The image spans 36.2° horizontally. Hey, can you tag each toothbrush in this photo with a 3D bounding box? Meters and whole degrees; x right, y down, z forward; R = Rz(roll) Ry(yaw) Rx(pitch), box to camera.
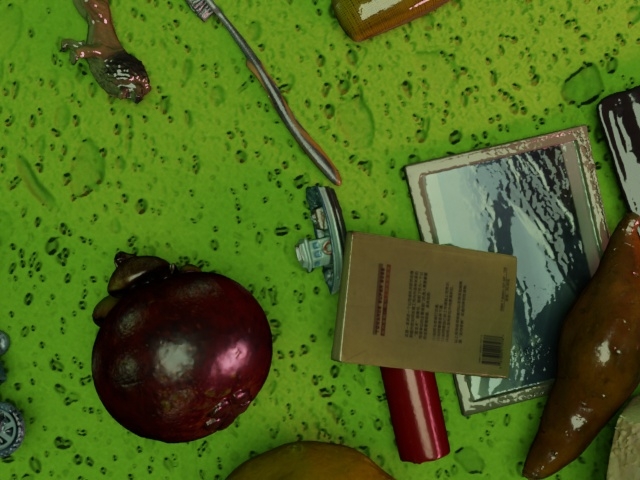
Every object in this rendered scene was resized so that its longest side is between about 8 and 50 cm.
[{"bbox_3d":[-0.070,-0.199,1.245,0.031,0.023,0.321,-39,92,5],"label":"toothbrush"}]

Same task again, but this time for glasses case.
[{"bbox_3d":[0.127,-0.329,1.237,0.234,0.064,0.079,-29,85,-2],"label":"glasses case"}]

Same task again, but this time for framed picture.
[{"bbox_3d":[0.264,0.039,1.272,0.247,0.022,0.335,-13,92,-3],"label":"framed picture"}]

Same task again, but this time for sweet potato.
[{"bbox_3d":[0.350,0.138,1.217,0.112,0.112,0.359,16,87,-4],"label":"sweet potato"}]

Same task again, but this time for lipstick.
[{"bbox_3d":[0.104,0.139,1.238,0.073,0.073,0.279,-12,91,-4],"label":"lipstick"}]

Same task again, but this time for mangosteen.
[{"bbox_3d":[-0.181,0.114,1.166,0.215,0.215,0.257,-42,62,-2],"label":"mangosteen"}]

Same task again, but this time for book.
[{"bbox_3d":[0.132,0.083,1.201,0.231,0.026,0.161,9,83,-20],"label":"book"}]

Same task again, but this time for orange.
[{"bbox_3d":[-0.012,0.375,1.152,0.279,0.235,0.279,1,83,-6],"label":"orange"}]

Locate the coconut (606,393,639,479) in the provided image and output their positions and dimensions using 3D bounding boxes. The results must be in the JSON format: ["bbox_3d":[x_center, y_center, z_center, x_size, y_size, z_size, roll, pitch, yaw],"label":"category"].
[{"bbox_3d":[0.484,0.307,1.161,0.298,0.310,0.297,17,62,-35],"label":"coconut"}]

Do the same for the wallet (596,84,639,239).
[{"bbox_3d":[0.537,-0.110,1.277,0.323,0.041,0.247,-17,92,-7],"label":"wallet"}]

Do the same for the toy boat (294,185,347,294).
[{"bbox_3d":[0.000,0.000,1.233,0.066,0.059,0.140,-14,93,-16],"label":"toy boat"}]

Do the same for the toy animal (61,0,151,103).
[{"bbox_3d":[-0.290,-0.261,1.211,0.086,0.069,0.219,-29,98,-24],"label":"toy animal"}]

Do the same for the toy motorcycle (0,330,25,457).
[{"bbox_3d":[-0.456,0.157,1.194,0.136,0.092,0.254,-24,83,6],"label":"toy motorcycle"}]
